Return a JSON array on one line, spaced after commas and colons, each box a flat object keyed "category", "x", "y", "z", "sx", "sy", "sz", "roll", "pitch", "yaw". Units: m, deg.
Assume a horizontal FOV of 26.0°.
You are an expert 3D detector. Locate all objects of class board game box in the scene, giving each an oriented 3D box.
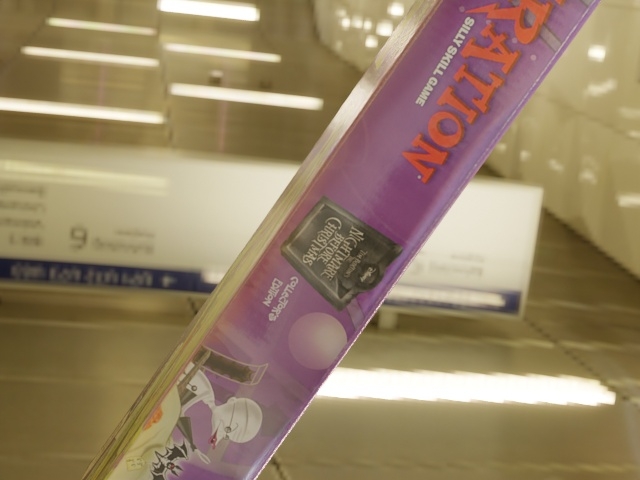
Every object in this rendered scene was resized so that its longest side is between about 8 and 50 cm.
[{"category": "board game box", "x": 0.000, "y": 0.000, "z": 0.531, "sx": 0.056, "sy": 0.346, "sz": 0.208, "roll": 36, "pitch": -170, "yaw": 0}]
